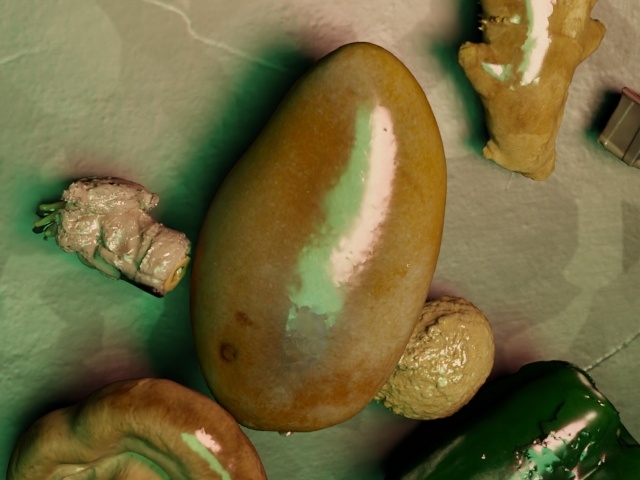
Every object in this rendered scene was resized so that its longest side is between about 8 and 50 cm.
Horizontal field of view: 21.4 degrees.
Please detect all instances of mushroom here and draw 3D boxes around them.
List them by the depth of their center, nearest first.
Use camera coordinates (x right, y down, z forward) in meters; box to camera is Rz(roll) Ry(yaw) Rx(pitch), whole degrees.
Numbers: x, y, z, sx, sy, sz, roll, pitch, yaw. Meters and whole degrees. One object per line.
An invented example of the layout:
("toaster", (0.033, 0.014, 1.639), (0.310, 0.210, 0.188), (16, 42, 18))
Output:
("mushroom", (-0.170, 0.247, 1.588), (0.278, 0.146, 0.278), (10, 120, 19))

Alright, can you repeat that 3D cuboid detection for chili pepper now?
("chili pepper", (0.202, 0.251, 1.653), (0.257, 0.248, 0.233), (-45, 112, 6))

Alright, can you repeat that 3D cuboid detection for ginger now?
("ginger", (0.191, -0.261, 1.568), (0.363, 0.122, 0.348), (29, 89, -30))

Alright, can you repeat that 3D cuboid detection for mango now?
("mango", (0.000, 0.000, 1.551), (0.222, 0.199, 0.384), (10, 108, -10))

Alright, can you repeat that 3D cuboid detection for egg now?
("egg", (0.107, 0.116, 1.663), (0.140, 0.116, 0.118), (-43, 134, -3))

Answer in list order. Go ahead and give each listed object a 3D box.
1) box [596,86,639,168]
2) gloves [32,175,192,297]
("box", (0.318, -0.105, 1.663), (0.063, 0.060, 0.085), (-56, 150, 15))
("gloves", (-0.184, -0.009, 1.549), (0.144, 0.110, 0.094), (35, 89, -9))
